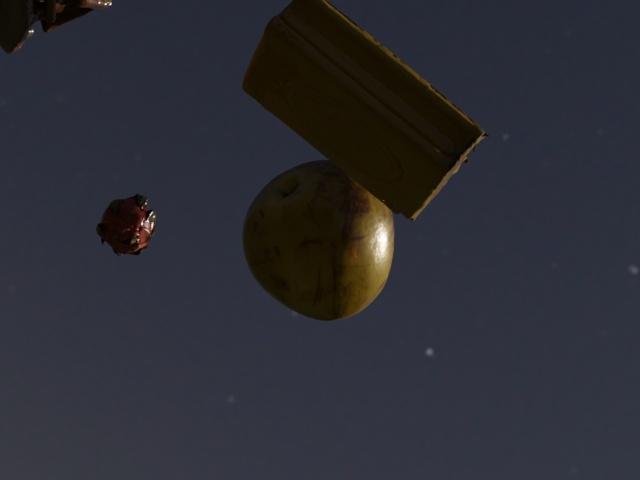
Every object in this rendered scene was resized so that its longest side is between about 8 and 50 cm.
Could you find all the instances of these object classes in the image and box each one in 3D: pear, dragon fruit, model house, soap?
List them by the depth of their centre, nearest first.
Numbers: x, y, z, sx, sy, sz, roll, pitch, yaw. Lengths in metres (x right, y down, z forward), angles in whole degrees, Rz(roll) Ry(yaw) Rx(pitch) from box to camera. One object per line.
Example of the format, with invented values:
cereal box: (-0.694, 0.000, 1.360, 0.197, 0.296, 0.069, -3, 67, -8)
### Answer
model house: (-0.357, -0.401, 2.135, 0.219, 0.229, 0.199, -22, -82, 54)
soap: (0.053, -0.178, 2.150, 0.324, 0.096, 0.204, 39, -26, 4)
dragon fruit: (-0.283, -0.028, 2.323, 0.081, 0.116, 0.086, 5, -46, 9)
pear: (0.000, 0.000, 2.763, 0.280, 0.281, 0.281, 32, -28, 20)
